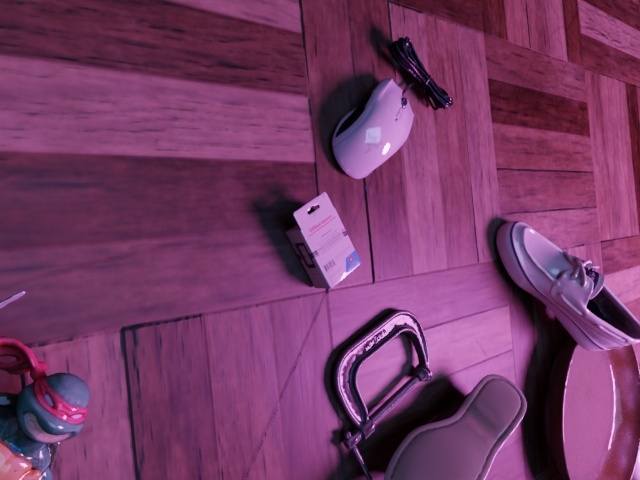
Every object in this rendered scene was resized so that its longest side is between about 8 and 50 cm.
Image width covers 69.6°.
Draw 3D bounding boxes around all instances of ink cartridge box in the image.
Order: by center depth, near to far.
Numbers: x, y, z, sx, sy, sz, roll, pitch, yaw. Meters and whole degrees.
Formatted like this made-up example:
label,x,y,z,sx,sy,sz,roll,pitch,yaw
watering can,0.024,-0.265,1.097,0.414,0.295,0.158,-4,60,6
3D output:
label,x,y,z,sx,sy,sz,roll,pitch,yaw
ink cartridge box,0.000,0.000,0.453,0.048,0.028,0.083,-37,109,-33

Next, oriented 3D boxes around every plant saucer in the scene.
label,x,y,z,sx,sy,sz,roll,pitch,yaw
plant saucer,0.457,0.281,0.769,0.311,0.050,0.310,3,85,-36

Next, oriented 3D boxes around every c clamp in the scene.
label,x,y,z,sx,sy,sz,roll,pitch,yaw
c clamp,0.073,0.159,0.506,0.161,0.022,0.137,-36,103,-32

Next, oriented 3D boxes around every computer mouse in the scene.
label,x,y,z,sx,sy,sz,roll,pitch,yaw
computer mouse,0.083,-0.144,0.519,0.106,0.042,0.193,50,60,-25

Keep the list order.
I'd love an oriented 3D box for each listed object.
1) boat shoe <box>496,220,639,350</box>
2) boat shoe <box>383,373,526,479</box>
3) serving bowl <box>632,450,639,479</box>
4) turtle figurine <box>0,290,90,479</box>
label,x,y,z,sx,sy,sz,roll,pitch,yaw
boat shoe,0.366,0.059,0.667,0.258,0.084,0.095,40,58,-12
boat shoe,0.150,0.238,0.520,0.228,0.081,0.068,-22,145,-35
serving bowl,0.627,0.428,0.901,0.083,0.027,0.083,2,86,-37
turtle figurine,-0.196,0.147,0.241,0.175,0.118,0.234,44,77,-10
